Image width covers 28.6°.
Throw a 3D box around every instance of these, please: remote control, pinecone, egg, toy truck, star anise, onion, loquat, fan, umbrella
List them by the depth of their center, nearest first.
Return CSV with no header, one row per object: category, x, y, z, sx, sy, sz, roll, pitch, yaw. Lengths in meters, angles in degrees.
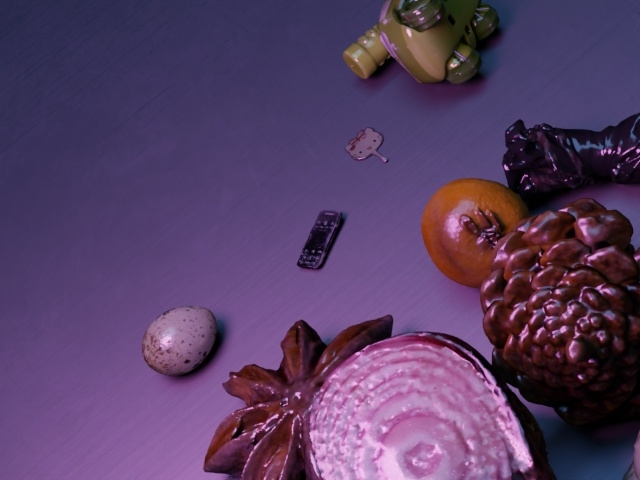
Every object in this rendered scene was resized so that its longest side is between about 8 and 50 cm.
onion,0.123,0.237,1.316,0.272,0.230,0.256,-7,60,23
pinecone,0.292,0.070,1.366,0.244,0.244,0.309,-22,17,11
star anise,0.000,0.213,1.499,0.315,0.108,0.315,-13,48,14
loquat,0.194,-0.009,1.560,0.141,0.141,0.141,-15,48,17
umbrella,0.367,-0.113,1.576,0.272,0.122,0.110,-7,95,19
egg,-0.187,0.131,1.678,0.110,0.085,0.085,-44,47,-14
remote control,0.000,0.000,1.737,0.039,0.014,0.096,7,59,32
fan,0.072,-0.133,1.814,0.056,0.004,0.083,-42,46,-10
toy truck,0.148,-0.318,1.843,0.211,0.148,0.187,3,50,55

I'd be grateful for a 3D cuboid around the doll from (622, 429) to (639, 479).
doll,0.413,0.192,1.262,0.275,0.113,0.155,-21,20,27
